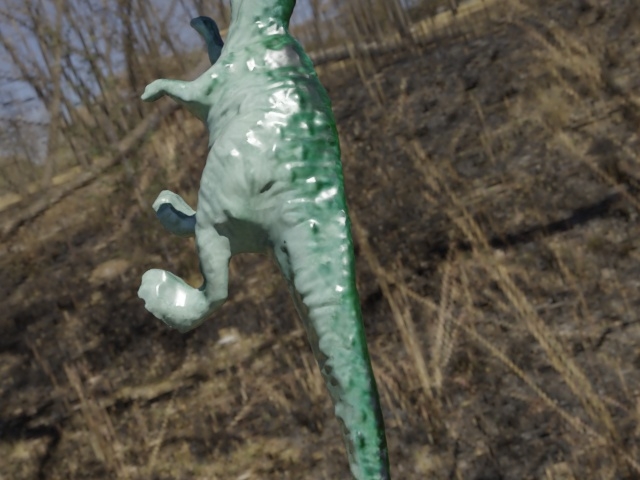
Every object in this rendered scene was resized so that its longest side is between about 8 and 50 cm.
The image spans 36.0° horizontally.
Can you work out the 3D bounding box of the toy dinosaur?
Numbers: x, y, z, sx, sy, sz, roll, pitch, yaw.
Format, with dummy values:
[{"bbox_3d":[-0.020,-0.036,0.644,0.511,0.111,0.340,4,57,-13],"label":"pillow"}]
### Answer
[{"bbox_3d":[-0.036,0.015,0.455,0.129,0.383,0.076,-18,-10,41],"label":"toy dinosaur"}]
